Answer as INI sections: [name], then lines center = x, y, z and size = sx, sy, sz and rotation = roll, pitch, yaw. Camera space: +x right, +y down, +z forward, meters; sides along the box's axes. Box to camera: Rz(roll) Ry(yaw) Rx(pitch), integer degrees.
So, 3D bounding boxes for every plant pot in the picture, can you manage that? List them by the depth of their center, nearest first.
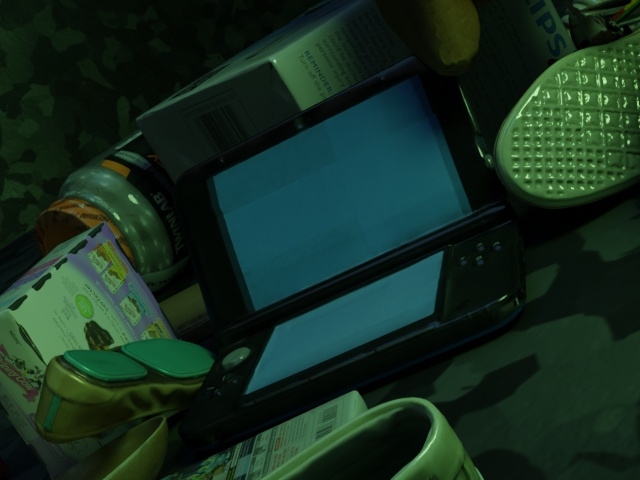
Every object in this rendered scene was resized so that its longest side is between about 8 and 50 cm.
[plant pot]
center = -0.199, 0.207, 0.761
size = 0.236, 0.032, 0.236
rotation = -36, 3, 2

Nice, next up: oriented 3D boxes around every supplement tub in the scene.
[supplement tub]
center = -0.222, -0.053, 1.462
size = 0.193, 0.194, 0.316
rotation = -15, 21, 45

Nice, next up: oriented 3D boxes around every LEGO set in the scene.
[LEGO set]
center = 0.286, -0.206, 1.053
size = 0.182, 0.060, 0.244
rotation = -32, -12, -22

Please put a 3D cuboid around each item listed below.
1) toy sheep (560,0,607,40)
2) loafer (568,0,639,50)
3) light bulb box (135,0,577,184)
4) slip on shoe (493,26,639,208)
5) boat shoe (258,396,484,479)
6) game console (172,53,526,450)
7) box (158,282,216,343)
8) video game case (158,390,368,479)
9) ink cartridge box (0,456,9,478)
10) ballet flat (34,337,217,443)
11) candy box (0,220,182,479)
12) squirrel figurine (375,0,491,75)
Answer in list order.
[toy sheep]
center = 0.340, -0.266, 1.303
size = 0.132, 0.091, 0.091
rotation = -36, 15, -9
[loafer]
center = 0.405, -0.282, 1.226
size = 0.267, 0.084, 0.096
rotation = -32, 14, -8
[light bulb box]
center = 0.042, -0.162, 1.247
size = 0.361, 0.225, 0.358
rotation = -38, 16, -29
[slip on shoe]
center = 0.266, -0.122, 0.925
size = 0.331, 0.123, 0.101
rotation = -38, -6, -29
[boat shoe]
center = -0.054, 0.177, 0.483
size = 0.302, 0.094, 0.109
rotation = -34, 30, -17
[game console]
center = 0.000, 0.000, 0.873
size = 0.293, 0.173, 0.250
rotation = -26, 14, 18
[box]
center = -0.164, 0.092, 1.193
size = 0.201, 0.021, 0.164
rotation = -28, 14, 9
[video game case]
center = -0.057, 0.181, 0.665
size = 0.183, 0.023, 0.201
rotation = -26, 15, 13
[ink cartridge box]
center = -0.415, 0.228, 0.997
size = 0.127, 0.128, 0.176
rotation = -17, 20, 40
[ballet flat]
center = -0.161, 0.125, 0.896
size = 0.073, 0.080, 0.232
rotation = -65, -23, 7
[candy box]
center = -0.216, 0.098, 0.977
size = 0.070, 0.165, 0.196
rotation = -24, 15, 22
[squirrel figurine]
center = 0.194, -0.367, 0.943
size = 0.370, 0.281, 0.397
rotation = -19, 34, -12
